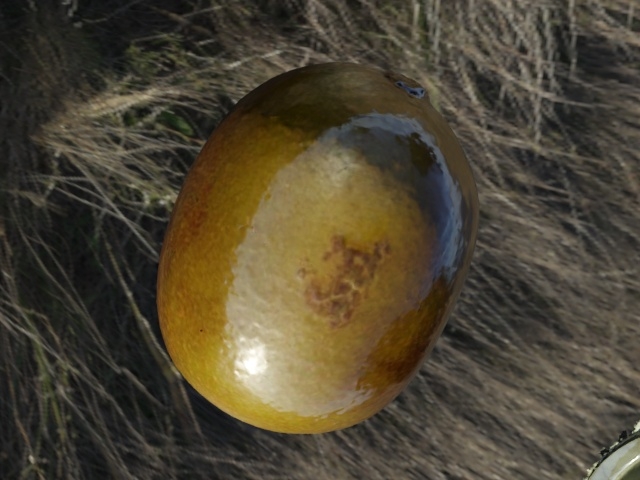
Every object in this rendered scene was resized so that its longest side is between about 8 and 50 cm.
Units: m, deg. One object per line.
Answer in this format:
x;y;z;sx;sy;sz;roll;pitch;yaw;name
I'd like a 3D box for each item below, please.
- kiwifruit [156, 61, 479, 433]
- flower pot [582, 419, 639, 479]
0.000;0.000;0.665;0.196;0.196;0.234;11;118;-35;kiwifruit
0.302;0.295;0.750;0.259;0.290;0.290;-52;133;-52;flower pot
